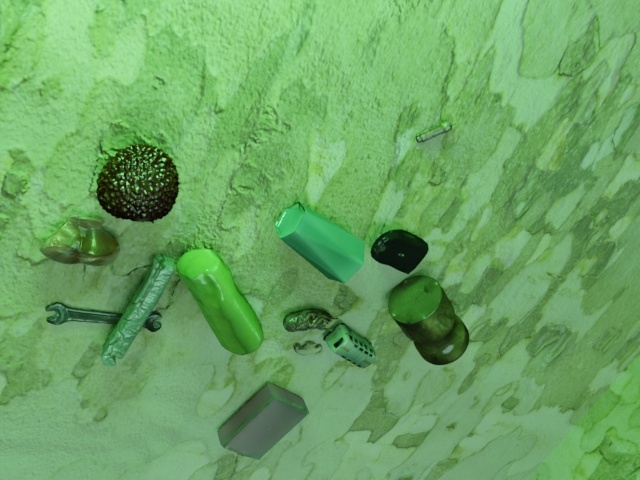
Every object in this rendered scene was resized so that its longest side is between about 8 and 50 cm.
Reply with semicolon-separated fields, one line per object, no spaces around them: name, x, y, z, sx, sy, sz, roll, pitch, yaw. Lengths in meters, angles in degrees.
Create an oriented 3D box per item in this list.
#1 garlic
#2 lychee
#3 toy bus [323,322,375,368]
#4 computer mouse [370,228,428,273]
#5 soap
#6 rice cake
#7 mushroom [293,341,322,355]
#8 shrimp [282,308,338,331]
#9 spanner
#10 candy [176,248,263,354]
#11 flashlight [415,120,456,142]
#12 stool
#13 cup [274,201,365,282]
garlic;-0.559;0.014;1.451;0.174;0.099;0.124;17;131;-32
lychee;-0.401;-0.127;1.367;0.188;0.188;0.188;-12;127;-15
toy bus;0.103;0.343;1.973;0.087;0.089;0.194;-43;130;10
computer mouse;0.223;0.025;1.805;0.217;0.073;0.122;22;115;-41
soap;-0.187;0.596;2.036;0.259;0.081;0.181;-47;129;12
rice cake;-0.479;0.186;1.608;0.063;0.066;0.336;26;105;-23
mushroom;-0.040;0.341;1.956;0.101;0.019;0.049;8;121;-30
shrimp;-0.024;0.242;1.861;0.190;0.075;0.073;-2;93;-34
spanner;-0.566;0.203;1.632;0.302;0.017;0.071;8;116;-27
candy;-0.264;0.172;1.662;0.132;0.142;0.343;-18;129;6
flashlight;0.305;-0.291;1.641;0.110;0.052;0.031;-23;94;1
stool;0.345;0.254;1.955;0.179;0.179;0.264;-35;130;3
cup;0.000;0.000;1.655;0.148;0.134;0.236;-46;127;8
